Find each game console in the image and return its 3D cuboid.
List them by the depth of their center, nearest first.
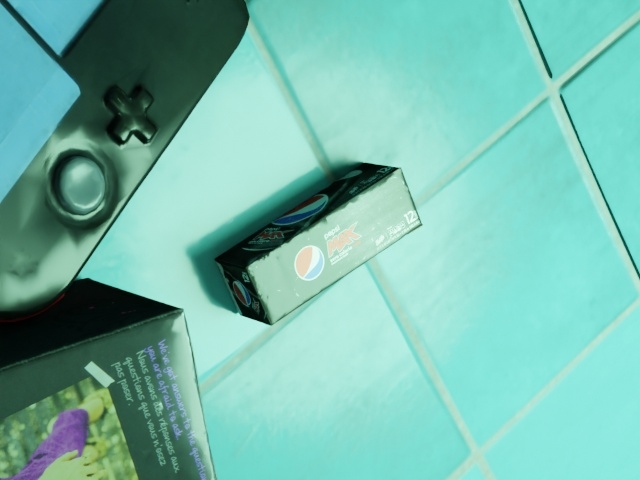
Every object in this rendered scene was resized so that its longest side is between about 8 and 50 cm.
[{"bbox_3d":[-0.242,-0.174,0.915,0.386,0.060,0.342,49,61,-30],"label":"game console"}]

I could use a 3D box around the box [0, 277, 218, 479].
[{"bbox_3d":[-0.231,0.135,0.936,0.270,0.165,0.143,-18,106,-31],"label":"box"}]

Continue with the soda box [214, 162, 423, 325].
[{"bbox_3d":[0.000,0.000,1.137,0.169,0.053,0.060,-33,114,-26],"label":"soda box"}]
